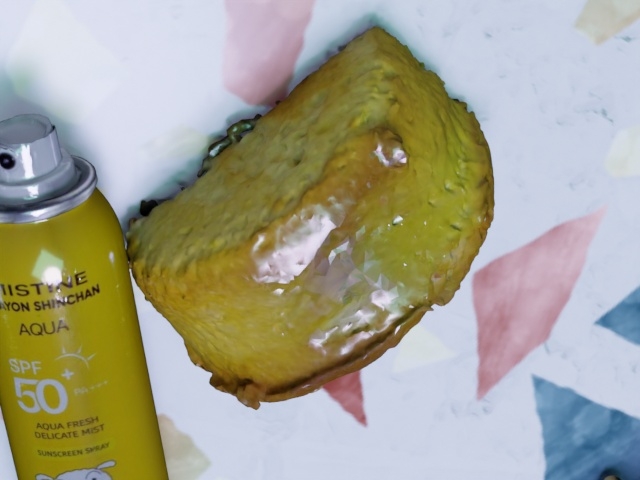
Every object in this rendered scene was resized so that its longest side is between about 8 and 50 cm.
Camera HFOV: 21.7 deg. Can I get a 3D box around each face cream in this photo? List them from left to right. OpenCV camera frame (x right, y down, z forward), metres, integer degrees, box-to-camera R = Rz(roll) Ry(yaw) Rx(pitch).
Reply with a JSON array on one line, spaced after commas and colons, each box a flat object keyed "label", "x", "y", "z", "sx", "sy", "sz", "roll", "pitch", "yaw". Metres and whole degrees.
[{"label": "face cream", "x": -0.168, "y": 0.082, "z": 1.118, "sx": 0.105, "sy": 0.105, "sz": 0.349, "roll": -11, "pitch": 117, "yaw": -8}]

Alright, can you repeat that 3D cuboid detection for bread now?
[{"label": "bread", "x": 0.005, "y": -0.001, "z": 1.108, "sx": 0.260, "sy": 0.147, "sz": 0.160, "roll": -36, "pitch": 119, "yaw": 4}]

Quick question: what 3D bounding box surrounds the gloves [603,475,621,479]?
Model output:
[{"label": "gloves", "x": 0.298, "y": 0.257, "z": 1.305, "sx": 0.197, "sy": 0.152, "sz": 0.301, "roll": 12, "pitch": 98, "yaw": -46}]
